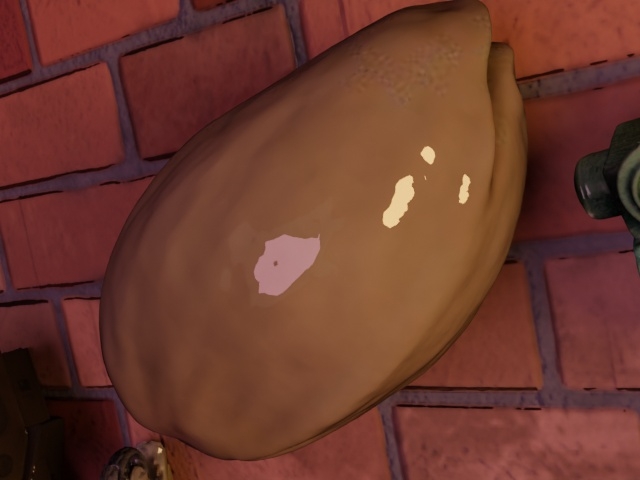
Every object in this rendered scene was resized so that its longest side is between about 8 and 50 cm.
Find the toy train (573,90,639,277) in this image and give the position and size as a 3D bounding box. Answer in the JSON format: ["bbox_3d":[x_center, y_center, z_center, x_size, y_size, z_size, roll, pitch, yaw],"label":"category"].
[{"bbox_3d":[0.252,-0.023,0.395,0.248,0.101,0.159,-13,116,39],"label":"toy train"}]

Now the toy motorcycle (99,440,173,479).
[{"bbox_3d":[-0.149,0.288,0.725,0.074,0.151,0.228,-8,77,11],"label":"toy motorcycle"}]

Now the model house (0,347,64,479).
[{"bbox_3d":[-0.330,0.239,0.778,0.204,0.211,0.243,-27,80,37],"label":"model house"}]

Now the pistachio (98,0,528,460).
[{"bbox_3d":[0.000,0.000,0.519,0.332,0.208,0.226,-49,29,25],"label":"pistachio"}]
